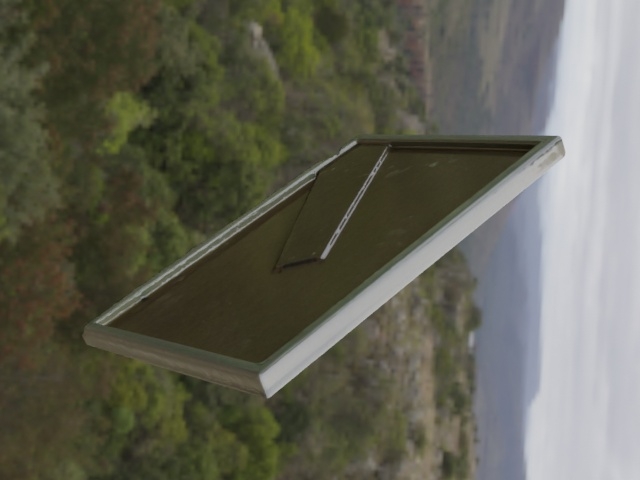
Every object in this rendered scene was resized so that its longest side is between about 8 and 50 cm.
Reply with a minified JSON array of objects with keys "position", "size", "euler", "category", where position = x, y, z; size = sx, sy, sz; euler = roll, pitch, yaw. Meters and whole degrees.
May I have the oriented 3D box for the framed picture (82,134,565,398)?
[{"position":[0.000,0.000,0.801],"size":[0.289,0.211,0.020],"euler":[-37,117,-31],"category":"framed picture"}]
